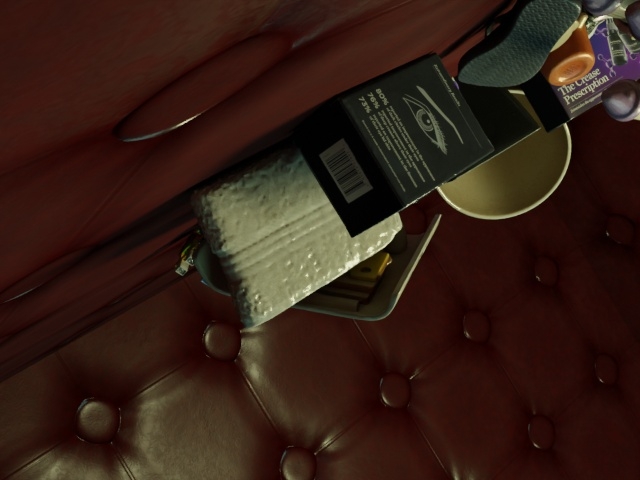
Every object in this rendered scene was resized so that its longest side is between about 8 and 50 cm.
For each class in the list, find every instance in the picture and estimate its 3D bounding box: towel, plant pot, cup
[{"bbox_3d":[-0.024,-0.033,1.152,0.282,0.187,0.049,-30,-166,-33],"label":"towel"},{"bbox_3d":[0.288,-0.230,1.740,0.188,0.167,0.187,-32,179,5],"label":"plant pot"},{"bbox_3d":[0.416,-0.252,2.194,0.331,0.331,0.237,-31,-153,15],"label":"cup"}]

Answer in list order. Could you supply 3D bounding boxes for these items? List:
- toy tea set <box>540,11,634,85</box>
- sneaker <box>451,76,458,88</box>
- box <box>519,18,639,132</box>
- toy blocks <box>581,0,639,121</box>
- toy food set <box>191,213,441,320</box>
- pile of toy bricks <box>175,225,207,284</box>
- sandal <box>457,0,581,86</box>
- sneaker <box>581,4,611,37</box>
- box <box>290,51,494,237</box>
[{"bbox_3d":[0.413,-0.355,1.273,0.336,0.124,0.200,-25,153,14],"label":"toy tea set"},{"bbox_3d":[0.090,-0.123,1.297,0.293,0.146,0.102,-31,179,-10],"label":"sneaker"},{"bbox_3d":[0.508,-0.354,1.723,0.261,0.184,0.103,-31,178,-15],"label":"box"},{"bbox_3d":[0.414,-0.205,0.988,0.260,0.288,0.309,2,121,-41],"label":"toy blocks"},{"bbox_3d":[0.000,0.000,1.303,0.306,0.092,0.219,9,-146,19],"label":"toy food set"},{"bbox_3d":[-0.152,-0.013,1.554,0.212,0.118,0.105,-42,-154,34],"label":"pile of toy bricks"},{"bbox_3d":[0.261,-0.268,1.170,0.097,0.054,0.254,11,161,-15],"label":"sandal"},{"bbox_3d":[0.499,-0.426,1.628,0.178,0.072,0.077,-39,171,-18],"label":"sneaker"},{"bbox_3d":[0.093,-0.122,1.120,0.207,0.153,0.108,-30,180,-41],"label":"box"}]
